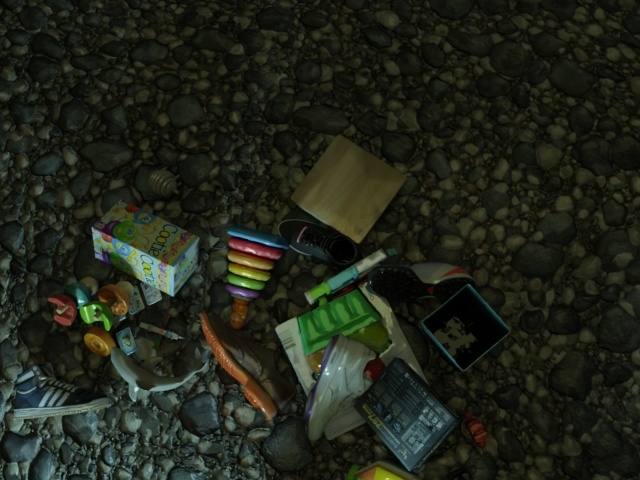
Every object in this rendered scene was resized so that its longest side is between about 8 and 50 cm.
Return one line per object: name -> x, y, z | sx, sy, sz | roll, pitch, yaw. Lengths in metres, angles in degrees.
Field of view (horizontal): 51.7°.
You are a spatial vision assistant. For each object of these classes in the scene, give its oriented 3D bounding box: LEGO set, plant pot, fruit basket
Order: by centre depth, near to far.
plant pot -> 0.384, 0.255, 1.813 | 0.165, 0.234, 0.166 | -38, 75, -7
fruit basket -> 0.090, 0.332, 1.874 | 0.327, 0.165, 0.353 | -26, 90, -4
LEGO set -> -0.524, 0.255, 1.977 | 0.182, 0.060, 0.244 | -27, 73, 8

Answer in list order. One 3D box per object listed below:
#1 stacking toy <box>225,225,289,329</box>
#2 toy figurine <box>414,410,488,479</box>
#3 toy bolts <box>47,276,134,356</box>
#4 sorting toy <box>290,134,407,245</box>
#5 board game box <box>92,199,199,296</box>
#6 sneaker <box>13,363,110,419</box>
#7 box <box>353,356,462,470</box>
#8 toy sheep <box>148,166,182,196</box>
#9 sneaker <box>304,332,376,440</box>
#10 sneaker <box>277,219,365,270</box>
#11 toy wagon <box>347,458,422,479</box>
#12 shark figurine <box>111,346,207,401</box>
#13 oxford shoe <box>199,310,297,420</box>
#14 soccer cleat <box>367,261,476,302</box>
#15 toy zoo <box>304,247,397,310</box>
stacking toy -> -0.217, 0.117, 1.949 | 0.165, 0.175, 0.302 | 14, 89, 14
toy figurine -> 0.333, 0.551, 1.785 | 0.213, 0.148, 0.209 | 17, 82, 6
toy bolts -> -0.661, 0.203, 1.958 | 0.228, 0.218, 0.158 | 18, 40, 17
sorting toy -> 0.087, -0.147, 2.020 | 0.255, 0.089, 0.257 | 34, 79, 12
board game box -> -0.514, 0.020, 1.956 | 0.275, 0.142, 0.144 | 25, 48, 9
sneaker -> -0.748, 0.425, 1.902 | 0.282, 0.099, 0.153 | -7, 76, 4
box -> 0.223, 0.450, 1.721 | 0.183, 0.059, 0.232 | -51, 55, 7
toy sheep -> -0.487, -0.179, 2.067 | 0.132, 0.091, 0.091 | 28, 77, 29
sneaker -> 0.051, 0.405, 1.745 | 0.152, 0.114, 0.305 | 19, 102, -5
sneaker -> 0.000, 0.000, 1.954 | 0.295, 0.147, 0.104 | 27, 79, 12
toy wagon -> 0.160, 0.758, 1.713 | 0.267, 0.068, 0.344 | 17, 90, 33
shark figurine -> -0.462, 0.396, 1.878 | 0.278, 0.116, 0.166 | 3, 95, -5
oxford shoe -> -0.212, 0.333, 1.897 | 0.132, 0.130, 0.364 | -36, 82, -20
soccer cleat -> 0.282, 0.109, 1.895 | 0.318, 0.116, 0.109 | 4, 117, -11
toy zoo -> 0.093, 0.107, 1.894 | 0.293, 0.192, 0.030 | -30, 75, -6
